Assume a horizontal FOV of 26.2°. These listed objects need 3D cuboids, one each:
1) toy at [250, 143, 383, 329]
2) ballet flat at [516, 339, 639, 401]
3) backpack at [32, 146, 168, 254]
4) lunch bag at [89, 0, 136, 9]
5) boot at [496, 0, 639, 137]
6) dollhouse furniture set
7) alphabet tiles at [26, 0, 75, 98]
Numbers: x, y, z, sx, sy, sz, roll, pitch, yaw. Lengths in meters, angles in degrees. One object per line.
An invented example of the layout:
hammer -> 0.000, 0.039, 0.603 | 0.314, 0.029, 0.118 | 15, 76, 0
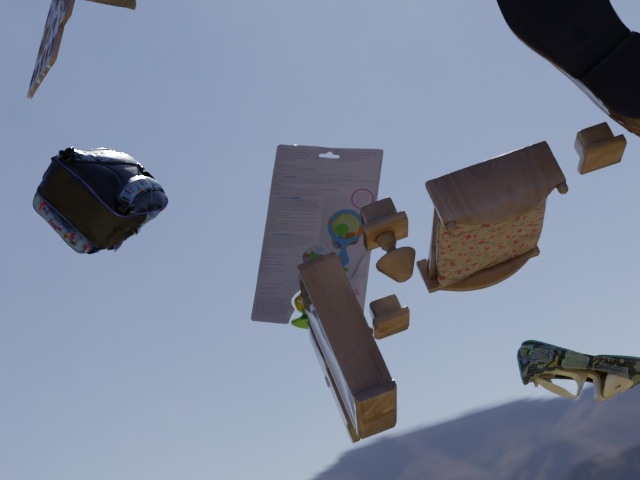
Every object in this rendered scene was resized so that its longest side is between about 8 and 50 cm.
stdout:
toy -> 0.000, 0.000, 1.697 | 0.137, 0.237, 0.056 | 4, -25, 11
ballet flat -> 0.337, 0.173, 1.739 | 0.188, 0.070, 0.070 | 8, -18, -7
backpack -> -0.323, -0.064, 2.068 | 0.117, 0.158, 0.173 | -54, -14, 23
lunch bag -> -0.340, -0.482, 1.885 | 0.235, 0.287, 0.169 | 10, 12, -13
boot -> 0.283, -0.209, 1.463 | 0.112, 0.305, 0.115 | -36, -33, 7
dollhouse furniture set -> 0.173, 0.067, 1.495 | 0.356, 0.174, 0.303 | -19, -26, -7
alphabet tiles -> -0.291, -0.278, 1.555 | 0.009, 0.198, 0.237 | 16, -12, -18
